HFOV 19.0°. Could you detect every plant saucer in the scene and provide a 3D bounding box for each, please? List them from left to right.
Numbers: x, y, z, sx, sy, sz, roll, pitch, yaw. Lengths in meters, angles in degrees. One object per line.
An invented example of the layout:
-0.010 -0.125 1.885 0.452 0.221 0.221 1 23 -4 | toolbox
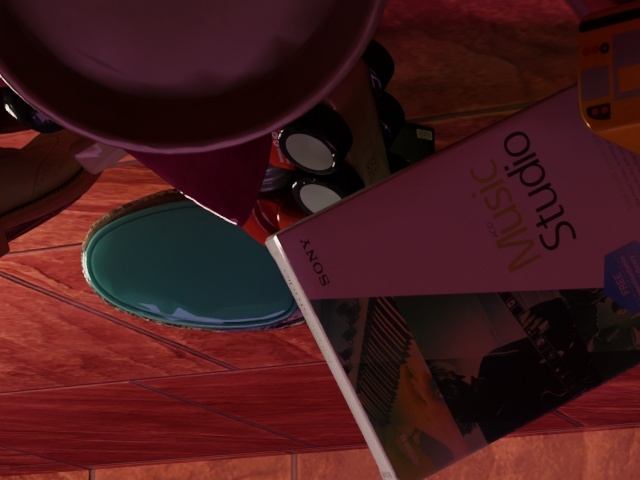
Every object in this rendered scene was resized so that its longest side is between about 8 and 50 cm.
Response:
-0.092 -0.184 1.208 0.278 0.041 0.278 -3 121 -4 | plant saucer

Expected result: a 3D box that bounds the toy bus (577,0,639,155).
0.343 -0.116 1.579 0.108 0.130 0.332 -12 161 37 | toy bus

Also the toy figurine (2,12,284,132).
-0.123 -0.164 1.356 0.213 0.148 0.209 4 164 -14 | toy figurine

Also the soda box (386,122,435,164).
0.025 -0.088 1.817 0.169 0.053 0.060 9 162 -30 | soda box

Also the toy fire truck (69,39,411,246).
-0.066 -0.073 1.664 0.246 0.158 0.217 13 144 24 | toy fire truck

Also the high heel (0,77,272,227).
-0.210 -0.086 1.564 0.377 0.181 0.127 -8 163 34 | high heel

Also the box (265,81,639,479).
0.148 0.030 1.567 0.322 0.232 0.058 -27 180 -9 | box

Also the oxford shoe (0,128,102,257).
-0.299 -0.055 1.683 0.123 0.130 0.348 -30 -171 27 | oxford shoe

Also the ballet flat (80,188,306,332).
0.000 0.000 1.989 0.482 0.164 0.182 -6 -166 16 | ballet flat
